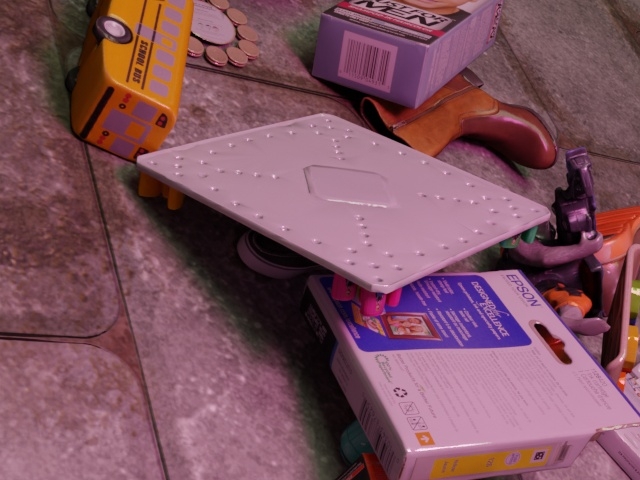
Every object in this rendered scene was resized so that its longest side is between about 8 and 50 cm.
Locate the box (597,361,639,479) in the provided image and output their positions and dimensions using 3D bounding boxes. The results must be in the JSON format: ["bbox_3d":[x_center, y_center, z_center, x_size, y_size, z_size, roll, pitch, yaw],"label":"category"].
[{"bbox_3d":[0.463,0.263,1.611,0.145,0.038,0.186,49,37,14],"label":"box"}]

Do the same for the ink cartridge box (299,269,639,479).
[{"bbox_3d":[0.168,0.147,1.322,0.307,0.072,0.303,1,34,-25],"label":"ink cartridge box"}]

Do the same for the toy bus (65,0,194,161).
[{"bbox_3d":[-0.248,-0.261,1.503,0.130,0.108,0.332,23,39,-20],"label":"toy bus"}]

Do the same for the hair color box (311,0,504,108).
[{"bbox_3d":[0.155,-0.350,1.879,0.185,0.113,0.374,21,32,18],"label":"hair color box"}]

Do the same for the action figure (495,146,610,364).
[{"bbox_3d":[0.308,0.049,1.560,0.179,0.341,0.330,-9,36,6],"label":"action figure"}]

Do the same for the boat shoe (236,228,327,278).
[{"bbox_3d":[0.000,0.000,1.465,0.229,0.076,0.080,5,48,-37],"label":"boat shoe"}]

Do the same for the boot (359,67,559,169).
[{"bbox_3d":[0.233,-0.177,1.831,0.264,0.096,0.280,47,38,10],"label":"boot"}]

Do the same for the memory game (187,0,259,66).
[{"bbox_3d":[-0.176,-0.329,1.715,0.186,0.012,0.186,22,40,-20],"label":"memory game"}]

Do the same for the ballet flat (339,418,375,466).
[{"bbox_3d":[0.139,0.233,1.331,0.247,0.087,0.083,8,46,-35],"label":"ballet flat"}]

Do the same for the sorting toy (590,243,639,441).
[{"bbox_3d":[0.395,0.138,1.496,0.038,0.193,0.208,13,52,12],"label":"sorting toy"}]

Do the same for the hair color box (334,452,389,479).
[{"bbox_3d":[0.062,0.305,1.203,0.043,0.072,0.141,10,45,-34],"label":"hair color box"}]

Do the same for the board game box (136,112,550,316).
[{"bbox_3d":[0.032,-0.049,1.435,0.390,0.050,0.390,27,29,31],"label":"board game box"}]

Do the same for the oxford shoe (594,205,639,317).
[{"bbox_3d":[0.482,0.026,1.840,0.364,0.130,0.132,-27,103,-58],"label":"oxford shoe"}]
